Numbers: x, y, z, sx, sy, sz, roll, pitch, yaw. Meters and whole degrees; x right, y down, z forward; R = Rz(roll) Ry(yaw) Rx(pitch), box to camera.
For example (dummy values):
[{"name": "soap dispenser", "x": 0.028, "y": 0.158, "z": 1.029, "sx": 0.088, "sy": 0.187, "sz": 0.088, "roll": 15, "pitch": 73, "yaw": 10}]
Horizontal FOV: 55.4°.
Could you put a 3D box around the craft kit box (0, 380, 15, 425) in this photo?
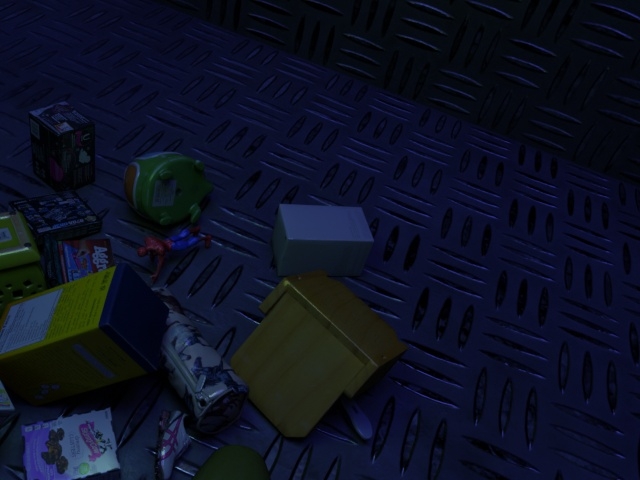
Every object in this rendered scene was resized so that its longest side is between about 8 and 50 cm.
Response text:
[{"name": "craft kit box", "x": -0.806, "y": 0.363, "z": 1.334, "sx": 0.250, "sy": 0.246, "sz": 0.061, "roll": 45, "pitch": 5, "yaw": 28}]

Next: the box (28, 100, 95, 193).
[{"name": "box", "x": -0.853, "y": -0.307, "z": 2.024, "sx": 0.163, "sy": 0.247, "sz": 0.142, "roll": 36, "pitch": 43, "yaw": 19}]

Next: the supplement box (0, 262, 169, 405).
[{"name": "supplement box", "x": -0.574, "y": 0.228, "z": 1.454, "sx": 0.357, "sy": 0.195, "sz": 0.194, "roll": -18, "pitch": 41, "yaw": 15}]

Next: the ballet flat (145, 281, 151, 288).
[{"name": "ballet flat", "x": -0.581, "y": 0.160, "z": 1.744, "sx": 0.206, "sy": 0.067, "sz": 0.073, "roll": -20, "pitch": 54, "yaw": -34}]

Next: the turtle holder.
[{"name": "turtle holder", "x": -0.505, "y": -0.200, "z": 2.038, "sx": 0.228, "sy": 0.243, "sz": 0.320, "roll": 22, "pitch": 48, "yaw": 31}]

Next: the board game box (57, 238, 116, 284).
[{"name": "board game box", "x": -0.638, "y": 0.109, "z": 1.697, "sx": 0.145, "sy": 0.027, "sz": 0.281, "roll": -3, "pitch": 50, "yaw": -30}]

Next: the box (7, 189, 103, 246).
[{"name": "box", "x": -0.822, "y": -0.073, "z": 1.895, "sx": 0.175, "sy": 0.051, "sz": 0.220, "roll": 41, "pitch": 35, "yaw": 23}]

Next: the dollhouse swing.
[{"name": "dollhouse swing", "x": -0.014, "y": 0.316, "z": 1.689, "sx": 0.347, "sy": 0.305, "sz": 0.315, "roll": 41, "pitch": 21, "yaw": 20}]

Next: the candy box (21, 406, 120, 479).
[{"name": "candy box", "x": -0.568, "y": 0.486, "z": 1.391, "sx": 0.196, "sy": 0.070, "sz": 0.164, "roll": -7, "pitch": 47, "yaw": -24}]

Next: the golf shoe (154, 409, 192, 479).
[{"name": "golf shoe", "x": -0.352, "y": 0.490, "z": 1.464, "sx": 0.086, "sy": 0.067, "sz": 0.186, "roll": 8, "pitch": 42, "yaw": -12}]

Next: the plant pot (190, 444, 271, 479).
[{"name": "plant pot", "x": -0.199, "y": 0.588, "z": 1.291, "sx": 0.275, "sy": 0.274, "sz": 0.293, "roll": 14, "pitch": 27, "yaw": -4}]

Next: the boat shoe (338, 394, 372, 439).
[{"name": "boat shoe", "x": 0.093, "y": 0.480, "z": 1.648, "sx": 0.049, "sy": 0.040, "sz": 0.142, "roll": -3, "pitch": 45, "yaw": -35}]

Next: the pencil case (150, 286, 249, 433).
[{"name": "pencil case", "x": -0.357, "y": 0.299, "z": 1.582, "sx": 0.160, "sy": 0.183, "sz": 0.410, "roll": -41, "pitch": 63, "yaw": -11}]

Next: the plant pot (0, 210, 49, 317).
[{"name": "plant pot", "x": -0.878, "y": 0.059, "z": 1.650, "sx": 0.228, "sy": 0.207, "sz": 0.227, "roll": -14, "pitch": 50, "yaw": -32}]

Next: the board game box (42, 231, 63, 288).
[{"name": "board game box", "x": -0.745, "y": 0.080, "z": 1.734, "sx": 0.026, "sy": 0.126, "sz": 0.186, "roll": -21, "pitch": 51, "yaw": -7}]

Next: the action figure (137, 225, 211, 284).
[{"name": "action figure", "x": -0.473, "y": 0.043, "z": 1.907, "sx": 0.091, "sy": 0.139, "sz": 0.280, "roll": 33, "pitch": 21, "yaw": 22}]

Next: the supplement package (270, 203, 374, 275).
[{"name": "supplement package", "x": 0.000, "y": 0.000, "z": 2.034, "sx": 0.293, "sy": 0.177, "sz": 0.175, "roll": 2, "pitch": 44, "yaw": -18}]
